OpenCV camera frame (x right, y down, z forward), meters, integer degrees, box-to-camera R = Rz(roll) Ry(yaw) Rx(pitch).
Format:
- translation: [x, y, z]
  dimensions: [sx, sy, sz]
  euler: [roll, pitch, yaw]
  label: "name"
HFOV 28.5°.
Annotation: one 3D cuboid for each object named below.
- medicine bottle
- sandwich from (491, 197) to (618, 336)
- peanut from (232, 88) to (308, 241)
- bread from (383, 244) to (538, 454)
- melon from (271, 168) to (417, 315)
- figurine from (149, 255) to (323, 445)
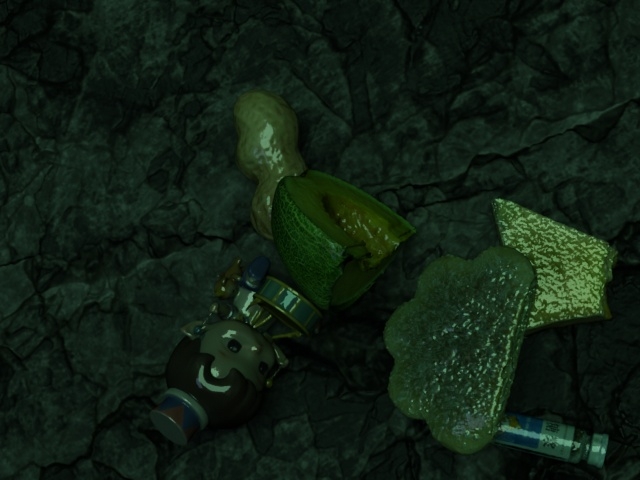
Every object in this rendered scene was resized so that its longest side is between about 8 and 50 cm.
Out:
- translation: [0.288, 0.262, 1.692]
  dimensions: [0.191, 0.051, 0.051]
  euler: [12, 80, 9]
  label: "medicine bottle"
- translation: [0.331, 0.023, 1.738]
  dimensions: [0.162, 0.058, 0.193]
  euler: [-12, 74, 3]
  label: "sandwich"
- translation: [-0.068, -0.109, 1.808]
  dimensions: [0.104, 0.085, 0.228]
  euler: [-15, 78, 7]
  label: "peanut"
- translation: [0.175, 0.138, 1.698]
  dimensions: [0.207, 0.056, 0.286]
  euler: [6, 77, 32]
  label: "bread"
- translation: [0.000, 0.000, 1.709]
  dimensions: [0.169, 0.265, 0.129]
  euler: [40, 111, 13]
  label: "melon"
- translation: [-0.118, 0.161, 1.716]
  dimensions: [0.161, 0.158, 0.275]
  euler: [37, 81, -26]
  label: "figurine"
